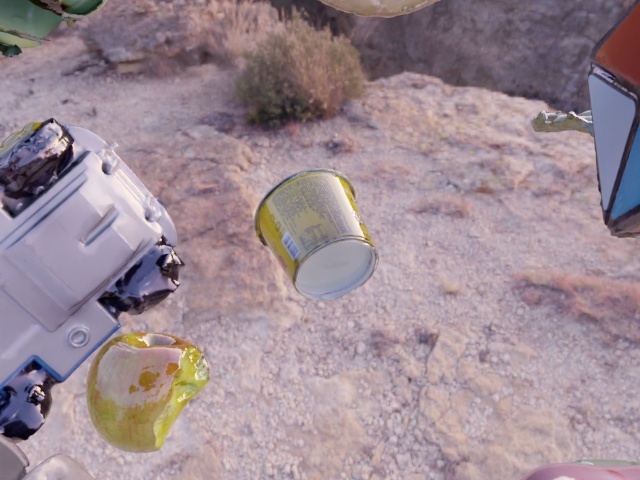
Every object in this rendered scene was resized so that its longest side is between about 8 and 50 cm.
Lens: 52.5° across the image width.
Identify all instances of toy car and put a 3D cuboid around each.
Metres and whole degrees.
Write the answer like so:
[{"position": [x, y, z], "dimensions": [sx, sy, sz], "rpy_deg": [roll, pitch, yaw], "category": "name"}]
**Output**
[{"position": [-0.282, 0.038, 0.585], "dimensions": [0.314, 0.198, 0.166], "rpy_deg": [-48, 29, -18], "category": "toy car"}]

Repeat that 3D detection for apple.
[{"position": [-0.350, 0.308, 1.318], "dimensions": [0.246, 0.226, 0.246], "rpy_deg": [8, 5, -1], "category": "apple"}]

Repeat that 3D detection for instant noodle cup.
[{"position": [0.000, 0.000, 1.032], "dimensions": [0.182, 0.182, 0.144], "rpy_deg": [-15, 49, -15], "category": "instant noodle cup"}]

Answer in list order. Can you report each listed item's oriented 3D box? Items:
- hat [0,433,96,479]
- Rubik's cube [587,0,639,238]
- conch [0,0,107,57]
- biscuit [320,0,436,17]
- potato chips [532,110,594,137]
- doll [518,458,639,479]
[{"position": [-0.243, 0.254, 0.442], "dimensions": [0.161, 0.275, 0.232], "rpy_deg": [14, 74, 28], "category": "hat"}, {"position": [0.455, -0.145, 0.680], "dimensions": [0.248, 0.250, 0.247], "rpy_deg": [2, 73, -4], "category": "Rubik's cube"}, {"position": [-0.310, -0.258, 0.604], "dimensions": [0.250, 0.143, 0.137], "rpy_deg": [-29, 72, -38], "category": "conch"}, {"position": [0.038, -0.333, 0.660], "dimensions": [0.265, 0.188, 0.040], "rpy_deg": [19, 9, -19], "category": "biscuit"}, {"position": [0.548, -0.166, 0.996], "dimensions": [0.373, 0.097, 0.389], "rpy_deg": [-19, 36, -28], "category": "potato chips"}, {"position": [0.189, 0.247, 0.394], "dimensions": [0.268, 0.217, 0.284], "rpy_deg": [1, 23, -4], "category": "doll"}]
